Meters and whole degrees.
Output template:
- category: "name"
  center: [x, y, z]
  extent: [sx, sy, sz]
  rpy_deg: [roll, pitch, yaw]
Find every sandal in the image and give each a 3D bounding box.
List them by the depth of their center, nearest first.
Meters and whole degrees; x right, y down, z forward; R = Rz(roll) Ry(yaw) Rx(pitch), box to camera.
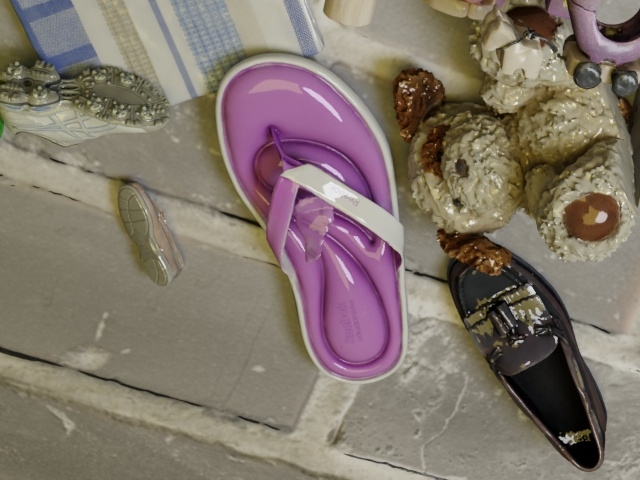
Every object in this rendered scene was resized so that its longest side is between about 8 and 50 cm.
- category: "sandal"
  center: [0.015, -0.005, 1.229]
  extent: [0.169, 0.102, 0.416]
  rpy_deg: [-18, 120, 7]

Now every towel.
- category: "towel"
  center: [-0.156, -0.237, 1.159]
  extent: [0.285, 0.034, 0.209]
  rpy_deg: [-18, 118, 11]

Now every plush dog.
- category: "plush dog"
  center: [0.190, -0.093, 1.175]
  extent: [0.225, 0.210, 0.262]
  rpy_deg: [-20, 90, 26]

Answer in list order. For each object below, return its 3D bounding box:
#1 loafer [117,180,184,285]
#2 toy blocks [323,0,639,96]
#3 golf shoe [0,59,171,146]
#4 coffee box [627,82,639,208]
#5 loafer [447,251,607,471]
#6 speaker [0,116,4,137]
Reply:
- category: "loafer"
  center: [-0.185, -0.012, 1.276]
  extent: [0.045, 0.039, 0.125]
  rpy_deg: [1, 119, 37]
- category: "toy blocks"
  center: [0.148, -0.321, 0.959]
  extent: [0.289, 0.309, 0.260]
  rpy_deg: [10, 123, -6]
- category: "golf shoe"
  center: [-0.239, -0.130, 1.180]
  extent: [0.176, 0.069, 0.086]
  rpy_deg: [10, 143, -4]
- category: "coffee box"
  center: [0.448, -0.102, 1.189]
  extent: [0.246, 0.098, 0.141]
  rpy_deg: [5, 118, -2]
- category: "loafer"
  center: [0.246, 0.135, 1.312]
  extent: [0.109, 0.095, 0.302]
  rpy_deg: [-30, 113, 14]
- category: "speaker"
  center: [-0.473, -0.075, 1.190]
  extent: [0.296, 0.131, 0.131]
  rpy_deg: [-30, 113, 14]
